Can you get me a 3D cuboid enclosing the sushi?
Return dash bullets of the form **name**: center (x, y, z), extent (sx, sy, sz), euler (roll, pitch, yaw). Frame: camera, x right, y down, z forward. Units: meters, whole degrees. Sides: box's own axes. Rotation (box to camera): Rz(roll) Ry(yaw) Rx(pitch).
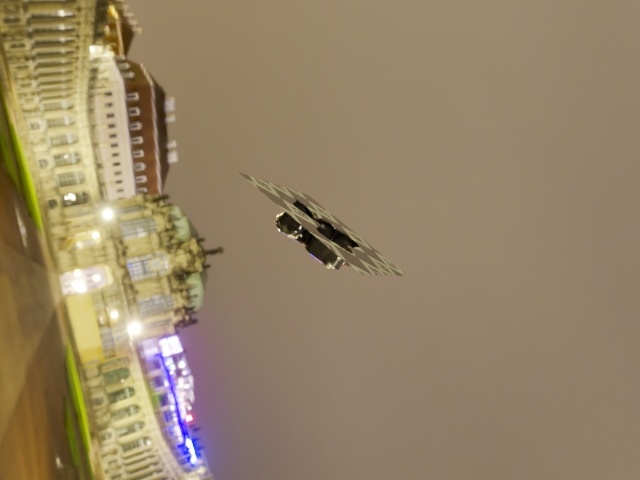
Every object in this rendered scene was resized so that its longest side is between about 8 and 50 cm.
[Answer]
- **sushi**: center (0.000, 0.000, 0.866), extent (0.220, 0.231, 0.047), euler (40, -78, 20)
